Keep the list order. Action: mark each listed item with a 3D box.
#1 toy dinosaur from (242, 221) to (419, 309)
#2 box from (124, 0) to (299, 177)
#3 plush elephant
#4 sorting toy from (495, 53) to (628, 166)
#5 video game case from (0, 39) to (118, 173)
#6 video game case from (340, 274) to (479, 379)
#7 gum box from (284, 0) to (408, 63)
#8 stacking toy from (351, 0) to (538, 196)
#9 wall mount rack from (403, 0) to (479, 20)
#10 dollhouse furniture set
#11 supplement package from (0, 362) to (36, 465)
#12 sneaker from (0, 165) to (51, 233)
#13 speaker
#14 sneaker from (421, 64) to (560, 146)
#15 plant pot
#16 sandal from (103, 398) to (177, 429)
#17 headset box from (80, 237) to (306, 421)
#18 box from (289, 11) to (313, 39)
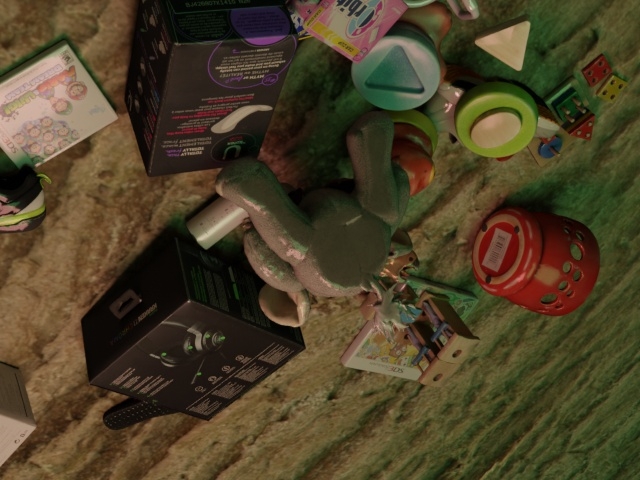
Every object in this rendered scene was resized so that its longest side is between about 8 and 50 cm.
[{"bbox_3d":[0.000,0.000,1.684,0.296,0.127,0.200,35,95,-27],"label":"toy dinosaur"},{"bbox_3d":[-0.151,-0.224,1.327,0.165,0.143,0.270,-9,151,-23],"label":"box"},{"bbox_3d":[0.004,-0.005,1.504,0.272,0.255,0.330,-30,99,-18],"label":"plush elephant"},{"bbox_3d":[0.436,-0.207,1.798,0.274,0.046,0.132,-39,136,5],"label":"sorting toy"},{"bbox_3d":[-0.377,-0.179,1.379,0.157,0.019,0.143,-32,136,-2],"label":"video game case"},{"bbox_3d":[0.177,0.176,1.994,0.206,0.026,0.227,16,117,-38],"label":"video game case"},{"bbox_3d":[0.033,-0.312,1.335,0.107,0.062,0.188,-47,161,13],"label":"gum box"},{"bbox_3d":[0.186,-0.197,1.523,0.280,0.130,0.309,-1,133,12],"label":"stacking toy"},{"bbox_3d":[0.208,-0.487,1.381,0.350,0.130,0.304,-35,101,0],"label":"wall mount rack"},{"bbox_3d":[0.168,0.175,1.876,0.184,0.129,0.129,15,119,-39],"label":"dollhouse furniture set"},{"bbox_3d":[-0.584,0.248,1.544,0.134,0.139,0.244,-47,133,12],"label":"supplement package"},{"bbox_3d":[-0.489,-0.061,1.381,0.235,0.084,0.097,-8,120,-25],"label":"sneaker"},{"bbox_3d":[-0.144,-0.047,1.599,0.136,0.055,0.055,-38,136,4],"label":"speaker"},{"bbox_3d":[0.277,-0.205,1.687,0.263,0.099,0.121,13,128,-28],"label":"sneaker"},{"bbox_3d":[0.393,0.036,1.881,0.174,0.191,0.191,14,119,-35],"label":"plant pot"},{"bbox_3d":[-0.306,0.289,1.814,0.179,0.040,0.067,-19,130,6],"label":"sandal"},{"bbox_3d":[-0.214,0.151,1.644,0.246,0.131,0.283,-40,137,24],"label":"headset box"},{"bbox_3d":[-0.002,-0.331,1.436,0.169,0.054,0.059,-18,133,-16],"label":"box"}]
